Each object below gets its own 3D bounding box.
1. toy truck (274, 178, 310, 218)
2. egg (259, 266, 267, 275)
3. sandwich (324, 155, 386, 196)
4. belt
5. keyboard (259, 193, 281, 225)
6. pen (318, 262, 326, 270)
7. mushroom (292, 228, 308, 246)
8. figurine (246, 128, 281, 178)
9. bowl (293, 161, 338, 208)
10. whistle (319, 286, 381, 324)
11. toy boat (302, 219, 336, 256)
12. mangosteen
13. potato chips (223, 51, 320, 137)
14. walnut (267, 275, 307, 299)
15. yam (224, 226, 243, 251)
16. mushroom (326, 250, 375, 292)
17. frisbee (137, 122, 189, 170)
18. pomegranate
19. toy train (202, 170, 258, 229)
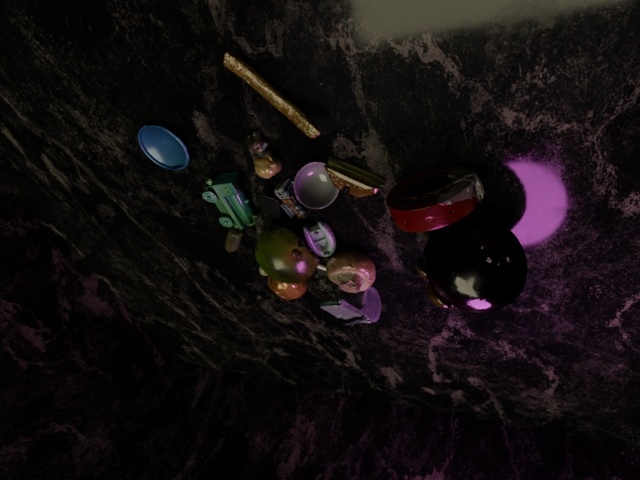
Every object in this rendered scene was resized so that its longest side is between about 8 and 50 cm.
[{"bbox_3d":[-0.131,-0.182,1.823,0.115,0.080,0.177,-3,138,42],"label":"toy truck"},{"bbox_3d":[-0.301,0.155,2.300,0.071,0.071,0.083,19,138,5],"label":"egg"},{"bbox_3d":[0.124,-0.234,1.626,0.245,0.090,0.088,24,139,-1],"label":"sandwich"},{"bbox_3d":[0.402,-0.155,1.481,0.324,0.227,0.115,-18,129,16],"label":"belt"},{"bbox_3d":[-0.231,-0.106,1.965,0.104,0.041,0.381,20,151,5],"label":"keyboard"},{"bbox_3d":[-0.007,0.132,2.161,0.269,0.033,0.033,19,141,3],"label":"pen"},{"bbox_3d":[-0.088,-0.008,2.024,0.123,0.052,0.123,13,138,12],"label":"mushroom"},{"bbox_3d":[-0.234,-0.347,1.678,0.114,0.108,0.195,-14,112,24],"label":"figurine"},{"bbox_3d":[-0.026,-0.224,1.688,0.189,0.189,0.086,39,179,-19],"label":"bowl"},{"bbox_3d":[0.159,0.347,2.120,0.168,0.405,0.188,-11,89,35],"label":"whistle"},{"bbox_3d":[0.000,0.000,1.942,0.134,0.078,0.207,-20,127,10],"label":"toy boat"},{"bbox_3d":[0.564,0.102,1.606,0.383,0.381,0.435,24,157,-2],"label":"mangosteen"},{"bbox_3d":[-0.163,-0.505,1.462,0.407,0.080,0.057,38,123,-16],"label":"potato chips"},{"bbox_3d":[-0.174,0.220,2.225,0.196,0.195,0.221,-9,133,33],"label":"walnut"},{"bbox_3d":[-0.452,-0.009,2.179,0.078,0.078,0.179,25,141,-3],"label":"yam"},{"bbox_3d":[0.139,0.150,1.999,0.255,0.184,0.254,15,155,7],"label":"mushroom"},{"bbox_3d":[-0.685,-0.415,1.841,0.242,0.045,0.242,14,141,12],"label":"frisbee"},{"bbox_3d":[-0.187,0.083,1.977,0.310,0.216,0.359,39,160,-19],"label":"pomegranate"},{"bbox_3d":[-0.406,-0.178,1.929,0.194,0.120,0.298,-4,135,23],"label":"toy train"}]
